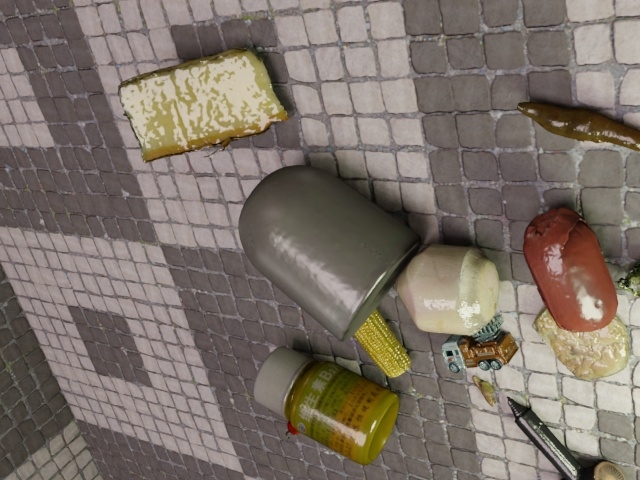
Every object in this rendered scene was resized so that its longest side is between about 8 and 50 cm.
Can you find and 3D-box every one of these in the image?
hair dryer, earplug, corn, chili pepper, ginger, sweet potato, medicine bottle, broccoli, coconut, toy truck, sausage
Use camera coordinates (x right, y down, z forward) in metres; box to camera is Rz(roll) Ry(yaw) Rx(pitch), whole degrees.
[{"bbox_3d":[0.580,0.537,1.871,0.352,0.107,0.189,49,138,10],"label":"hair dryer"},{"bbox_3d":[0.000,0.000,1.766,0.394,0.312,0.312,39,135,11],"label":"earplug"},{"bbox_3d":[0.147,0.257,1.986,0.093,0.093,0.244,-30,100,45],"label":"corn"},{"bbox_3d":[-0.061,0.581,2.396,0.059,0.050,0.268,55,136,15],"label":"chili pepper"},{"bbox_3d":[0.429,0.385,1.910,0.097,0.030,0.048,55,163,-4],"label":"ginger"},{"bbox_3d":[0.509,-0.217,1.414,0.274,0.067,0.067,22,130,21],"label":"sweet potato"},{"bbox_3d":[0.014,0.463,2.135,0.384,0.224,0.224,22,130,24],"label":"medicine bottle"},{"bbox_3d":[0.656,0.080,1.490,0.097,0.092,0.095,41,125,32],"label":"broccoli"},{"bbox_3d":[0.286,0.111,1.708,0.234,0.224,0.224,-2,118,39],"label":"coconut"},{"bbox_3d":[0.380,0.256,1.823,0.178,0.080,0.115,-17,103,41],"label":"toy truck"},{"bbox_3d":[0.517,0.065,1.538,0.152,0.152,0.279,-12,111,41],"label":"sausage"}]

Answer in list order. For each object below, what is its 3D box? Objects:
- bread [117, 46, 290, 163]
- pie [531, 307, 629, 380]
[{"bbox_3d":[-0.296,-0.321,1.805,0.315,0.279,0.248,-3,111,51],"label":"bread"},{"bbox_3d":[0.593,0.219,1.657,0.218,0.052,0.185,49,137,1],"label":"pie"}]
